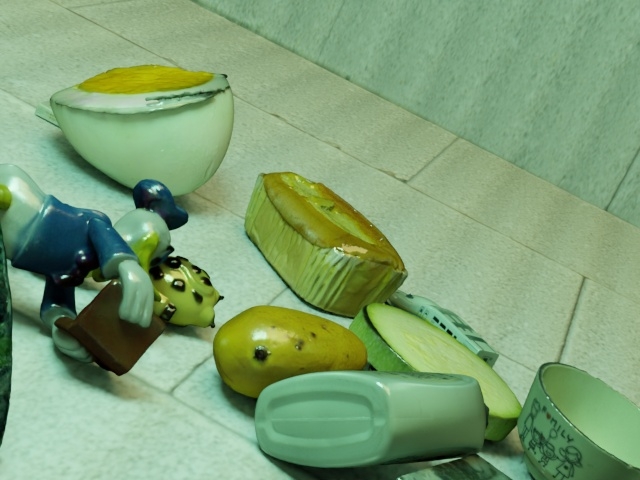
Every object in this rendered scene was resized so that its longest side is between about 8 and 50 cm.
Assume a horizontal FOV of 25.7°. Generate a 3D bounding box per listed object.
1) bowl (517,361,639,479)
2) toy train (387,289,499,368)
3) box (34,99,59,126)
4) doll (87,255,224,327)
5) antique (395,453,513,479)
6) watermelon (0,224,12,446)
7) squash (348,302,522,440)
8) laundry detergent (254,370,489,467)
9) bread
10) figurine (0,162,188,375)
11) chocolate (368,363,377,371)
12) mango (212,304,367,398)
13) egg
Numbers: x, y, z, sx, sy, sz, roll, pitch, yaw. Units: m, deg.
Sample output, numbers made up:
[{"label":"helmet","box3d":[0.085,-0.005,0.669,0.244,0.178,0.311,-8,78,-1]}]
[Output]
[{"label":"bowl","box3d":[0.331,0.261,1.755,0.211,0.112,0.211,29,20,-12]},{"label":"toy train","box3d":[0.170,0.121,2.057,0.052,0.051,0.234,16,20,-40]},{"label":"box","box3d":[-0.364,-0.180,2.238,0.167,0.024,0.090,28,18,9]},{"label":"doll","box3d":[-0.253,0.027,1.702,0.291,0.086,0.117,25,24,-9]},{"label":"antique","box3d":[0.133,0.293,1.464,0.088,0.086,0.183,35,20,30]},{"label":"watermelon","box3d":[-0.426,0.081,1.292,0.283,0.292,0.250,-4,68,-11]},{"label":"squash","box3d":[0.148,0.171,1.834,0.252,0.049,0.252,32,14,-9]},{"label":"laundry detergent","box3d":[0.083,0.197,1.572,0.215,0.105,0.280,-8,-8,37]},{"label":"bread","box3d":[0.000,0.000,2.070,0.152,0.119,0.288,17,19,-36]},{"label":"figurine","box3d":[-0.249,0.007,1.540,0.283,0.204,0.338,49,35,16]},{"label":"chocolate","box3d":[0.098,0.193,1.783,0.101,0.031,0.064,32,11,-6]},{"label":"mango","box3d":[-0.033,0.133,1.642,0.147,0.109,0.227,-3,-7,36]},{"label":"egg","box3d":[-0.265,-0.160,2.101,0.286,0.174,0.264,12,22,35]}]
